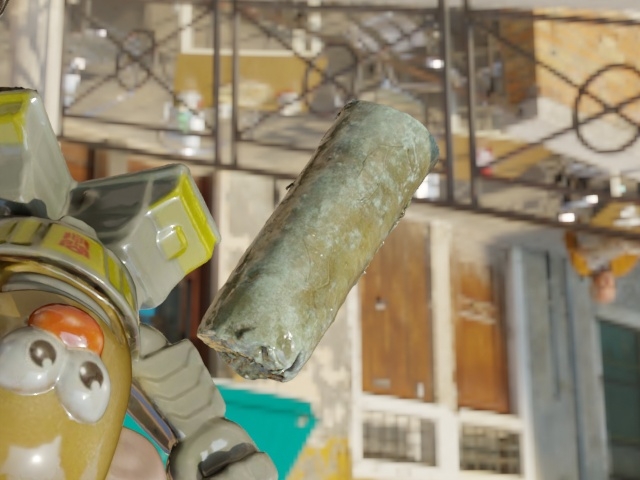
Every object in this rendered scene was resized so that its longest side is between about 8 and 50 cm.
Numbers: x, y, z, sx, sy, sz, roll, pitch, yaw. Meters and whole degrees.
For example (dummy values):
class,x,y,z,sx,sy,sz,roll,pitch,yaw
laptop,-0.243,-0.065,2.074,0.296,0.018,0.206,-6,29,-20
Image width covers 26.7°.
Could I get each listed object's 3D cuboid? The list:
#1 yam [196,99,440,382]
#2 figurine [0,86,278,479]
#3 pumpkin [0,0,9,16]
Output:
class,x,y,z,sx,sy,sz,roll,pitch,yaw
yam,0.000,0.000,1.047,0.093,0.259,0.093,24,148,16
figurine,-0.181,0.060,0.843,0.342,0.285,0.167,12,135,-3
pumpkin,-0.418,-0.262,1.331,0.238,0.159,0.238,-3,-167,1
